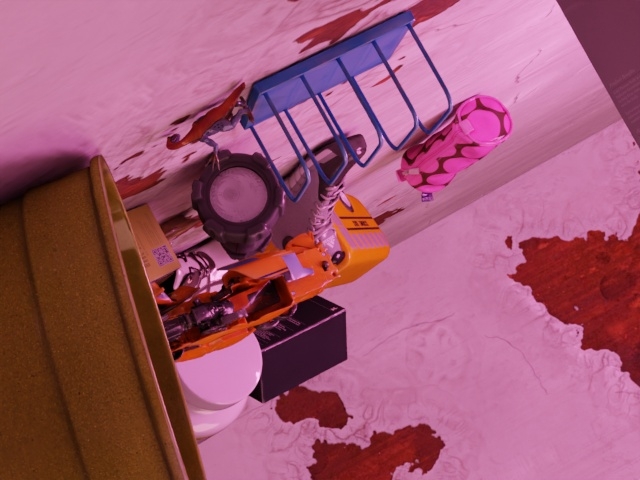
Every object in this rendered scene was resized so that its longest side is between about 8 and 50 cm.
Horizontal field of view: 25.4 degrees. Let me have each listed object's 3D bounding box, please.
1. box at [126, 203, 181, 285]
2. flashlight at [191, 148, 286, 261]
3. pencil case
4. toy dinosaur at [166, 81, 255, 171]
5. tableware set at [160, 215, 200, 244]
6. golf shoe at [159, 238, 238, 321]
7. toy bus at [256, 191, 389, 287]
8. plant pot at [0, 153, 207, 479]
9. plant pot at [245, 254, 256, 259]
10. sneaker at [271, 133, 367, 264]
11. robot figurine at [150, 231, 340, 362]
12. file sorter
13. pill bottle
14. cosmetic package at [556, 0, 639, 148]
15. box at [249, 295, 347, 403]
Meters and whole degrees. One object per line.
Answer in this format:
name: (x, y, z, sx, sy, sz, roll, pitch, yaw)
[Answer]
box: (-0.247, 0.046, 1.626, 0.058, 0.087, 0.232, -24, 171, -39)
flashlight: (-0.091, -0.029, 1.634, 0.103, 0.103, 0.304, -29, 173, -7)
pencil case: (0.197, -0.139, 2.118, 0.098, 0.095, 0.209, -7, 162, -27)
toy dinosaur: (-0.105, -0.110, 1.304, 0.082, 0.047, 0.090, -19, 139, -9)
tableware set: (-0.222, 0.011, 1.754, 0.141, 0.020, 0.169, -25, 173, -30)
golf shoe: (-0.180, 0.048, 1.984, 0.198, 0.077, 0.094, -40, 162, -25)
toy bus: (0.000, 0.000, 2.120, 0.108, 0.130, 0.333, -35, 173, 14)
plant pot: (-0.303, 0.153, 1.218, 0.353, 0.366, 0.366, -17, 173, -5)
plant pot: (-0.104, 0.043, 2.192, 0.109, 0.096, 0.109, -28, 174, -5)
sneaker: (0.010, -0.040, 1.853, 0.086, 0.132, 0.229, -24, 172, -41)
robot figurine: (-0.132, 0.082, 1.588, 0.291, 0.085, 0.211, -19, 169, -37)
file sorter: (0.026, -0.125, 1.373, 0.170, 0.104, 0.118, -28, 174, -14)
pill bottle: (-0.222, 0.220, 2.133, 0.188, 0.188, 0.334, -25, 173, -36)
cosmetic package: (0.305, -0.214, 1.296, 0.107, 0.238, 0.127, -20, 173, -40)
box: (-0.111, 0.138, 2.262, 0.184, 0.103, 0.261, -27, -145, -35)
